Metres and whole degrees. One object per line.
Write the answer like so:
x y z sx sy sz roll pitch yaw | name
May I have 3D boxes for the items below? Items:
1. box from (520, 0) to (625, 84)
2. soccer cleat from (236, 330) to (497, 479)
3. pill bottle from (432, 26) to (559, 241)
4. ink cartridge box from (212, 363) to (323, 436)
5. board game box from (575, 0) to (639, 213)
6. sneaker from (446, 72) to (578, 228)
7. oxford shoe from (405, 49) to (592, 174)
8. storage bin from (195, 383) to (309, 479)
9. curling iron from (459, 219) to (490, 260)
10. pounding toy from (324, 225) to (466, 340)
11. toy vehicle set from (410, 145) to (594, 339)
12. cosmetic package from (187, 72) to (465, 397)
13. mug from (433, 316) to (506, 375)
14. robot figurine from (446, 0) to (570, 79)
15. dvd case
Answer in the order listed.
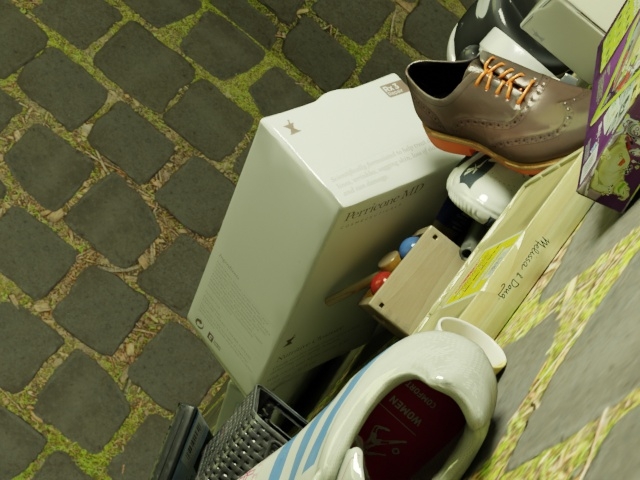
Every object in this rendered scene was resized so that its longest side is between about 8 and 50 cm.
0.392 -0.352 1.614 0.311 0.121 0.148 -52 3 -10 | box
-0.003 0.196 0.950 0.331 0.116 0.143 -50 3 9 | soccer cleat
0.188 -0.134 1.728 0.264 0.153 0.153 -51 3 10 | pill bottle
-0.063 0.238 2.002 0.308 0.091 0.385 -54 -12 -42 | ink cartridge box
0.299 -0.185 1.156 0.347 0.056 0.208 -64 -4 -59 | board game box
0.223 -0.108 1.441 0.153 0.094 0.235 -59 -11 27 | sneaker
0.189 -0.135 1.345 0.271 0.098 0.097 9 55 47 | oxford shoe
-0.039 0.212 1.231 0.084 0.122 0.180 -50 3 2 | storage bin
0.187 -0.022 1.507 0.068 0.035 0.274 -44 4 21 | curling iron
0.088 0.049 1.496 0.130 0.100 0.141 -51 3 -6 | pounding toy
0.158 0.037 1.235 0.267 0.035 0.166 -52 3 -14 | toy vehicle set
0.000 0.000 1.621 0.217 0.156 0.385 -25 -25 -34 | cosmetic package
0.102 0.106 1.051 0.064 0.062 0.078 -58 -6 22 | mug
0.296 -0.296 1.956 0.278 0.209 0.173 137 142 -65 | robot figurine
-0.138 0.287 1.333 0.253 0.022 0.180 76 -149 -62 | dvd case
